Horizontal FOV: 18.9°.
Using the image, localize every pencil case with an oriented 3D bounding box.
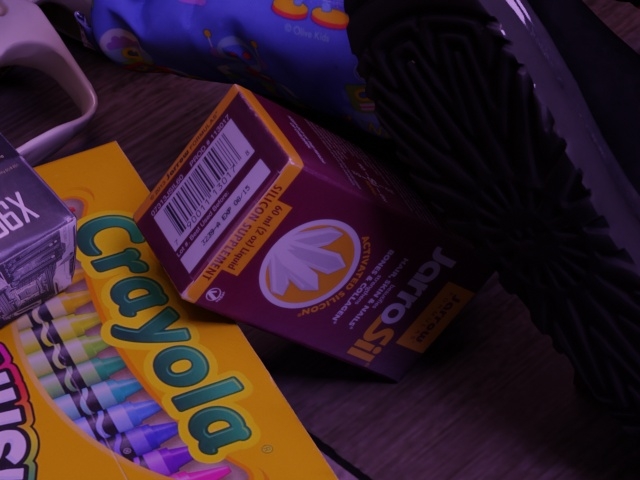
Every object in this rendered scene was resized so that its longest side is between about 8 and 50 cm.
[{"bbox_3d":[-0.009,-0.134,1.151,0.306,0.133,0.119,19,82,38],"label":"pencil case"}]

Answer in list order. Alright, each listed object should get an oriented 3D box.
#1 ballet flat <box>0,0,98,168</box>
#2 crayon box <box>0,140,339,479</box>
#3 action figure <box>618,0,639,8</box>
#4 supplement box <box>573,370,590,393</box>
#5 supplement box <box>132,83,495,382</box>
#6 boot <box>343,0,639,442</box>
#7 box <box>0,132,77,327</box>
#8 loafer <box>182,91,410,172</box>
[{"bbox_3d":[-0.226,-0.148,1.368,0.182,0.164,0.482,30,56,5],"label":"ballet flat"},{"bbox_3d":[-0.190,0.122,1.077,0.313,0.106,0.363,-21,44,-16],"label":"crayon box"},{"bbox_3d":[0.167,-0.225,1.321,0.330,0.178,0.341,13,15,-11],"label":"action figure"},{"bbox_3d":[0.275,0.026,1.157,0.130,0.073,0.239,29,53,32],"label":"supplement box"},{"bbox_3d":[0.000,0.000,1.119,0.104,0.188,0.081,-51,44,16],"label":"supplement box"},{"bbox_3d":[0.186,-0.079,1.029,0.260,0.348,0.131,-45,18,-30],"label":"boot"},{"bbox_3d":[-0.325,-0.002,1.041,0.307,0.076,0.242,-34,68,-28],"label":"box"},{"bbox_3d":[0.089,-0.075,1.242,0.366,0.133,0.130,-1,43,5],"label":"loafer"}]
